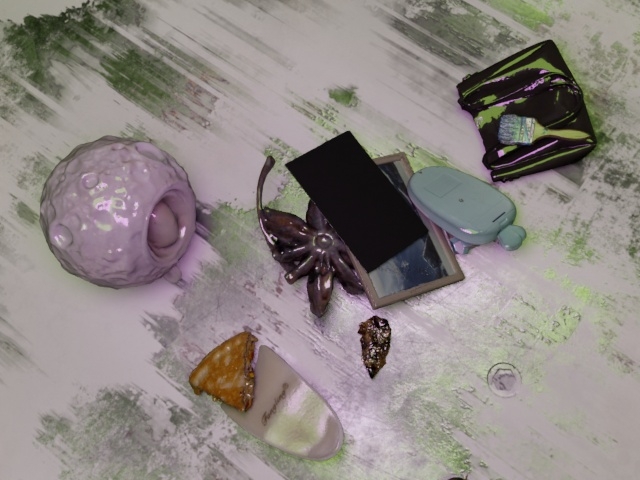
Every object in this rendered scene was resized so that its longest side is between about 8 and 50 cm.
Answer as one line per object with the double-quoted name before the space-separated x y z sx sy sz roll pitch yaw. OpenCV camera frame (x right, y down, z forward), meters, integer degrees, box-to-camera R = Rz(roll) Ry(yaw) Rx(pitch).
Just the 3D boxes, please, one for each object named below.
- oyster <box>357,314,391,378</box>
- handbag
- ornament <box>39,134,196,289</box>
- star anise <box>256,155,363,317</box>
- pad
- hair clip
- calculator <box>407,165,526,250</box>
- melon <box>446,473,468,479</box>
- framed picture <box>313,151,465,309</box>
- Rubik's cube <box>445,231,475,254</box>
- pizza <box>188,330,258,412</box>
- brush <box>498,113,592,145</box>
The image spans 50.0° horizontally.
"oyster" 0.125 0.233 1.519 0.086 0.029 0.132 -18 74 2
"handbag" 0.464 -0.289 1.569 0.256 0.113 0.286 -20 77 10
"ornament" -0.446 -0.061 1.500 0.336 0.337 0.337 -1 76 6
"star anise" 0.000 0.000 1.544 0.315 0.139 0.360 9 72 -12
"pad" 0.082 -0.092 1.508 0.202 0.005 0.300 -32 79 -30
"hair clip" -0.072 0.365 1.467 0.282 0.113 0.173 33 82 13
"calculator" 0.324 -0.076 1.513 0.295 0.042 0.184 37 52 27
"melon" 0.276 0.554 1.382 0.114 0.114 0.168 15 81 10
"framed picture" 0.153 -0.031 1.522 0.247 0.022 0.335 -14 71 -26
"Rubik's cube" 0.324 -0.013 1.533 0.084 0.073 0.075 -36 75 0
"pizza" -0.190 0.308 1.496 0.188 0.062 0.199 -38 42 4
"brush" 0.486 -0.234 1.486 0.196 0.021 0.070 8 82 14
